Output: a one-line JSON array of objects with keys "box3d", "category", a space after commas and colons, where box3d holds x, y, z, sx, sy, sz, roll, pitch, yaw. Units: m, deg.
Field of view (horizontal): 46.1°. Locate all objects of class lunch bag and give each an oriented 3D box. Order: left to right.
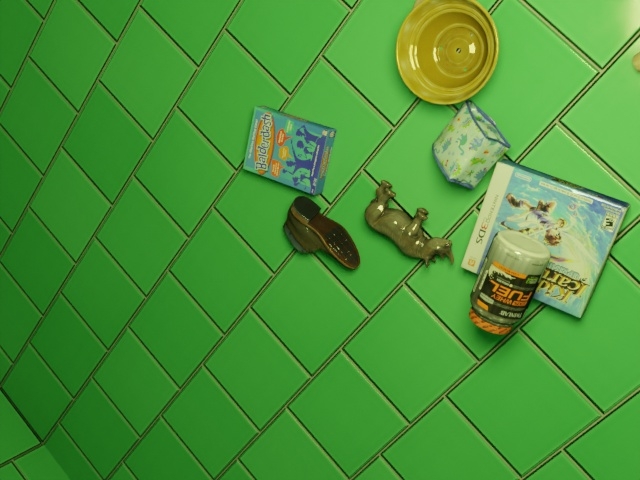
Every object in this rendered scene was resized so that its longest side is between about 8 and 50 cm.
[{"box3d": [0.302, -0.203, 1.563, 0.129, 0.096, 0.151, -52, 41, 27], "category": "lunch bag"}]

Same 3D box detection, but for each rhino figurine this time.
[{"box3d": [0.200, -0.023, 1.675, 0.243, 0.073, 0.106, 39, 113, 15], "category": "rhino figurine"}]

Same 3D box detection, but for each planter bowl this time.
[{"box3d": [0.271, -0.391, 1.543, 0.217, 0.090, 0.217, 7, 105, 28], "category": "planter bowl"}]

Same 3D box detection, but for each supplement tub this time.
[{"box3d": [0.373, 0.085, 1.506, 0.117, 0.117, 0.191, 26, 116, 22], "category": "supplement tub"}]

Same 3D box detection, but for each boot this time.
[{"box3d": [0.000, 0.000, 1.806, 0.219, 0.082, 0.106, 48, 141, 7], "category": "boot"}]

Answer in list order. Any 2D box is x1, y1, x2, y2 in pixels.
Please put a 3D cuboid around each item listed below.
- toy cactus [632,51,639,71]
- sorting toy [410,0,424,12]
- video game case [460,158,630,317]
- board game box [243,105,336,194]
[{"box3d": [0.652, -0.361, 1.347, 0.180, 0.112, 0.219, -24, 91, 50], "category": "toy cactus"}, {"box3d": [0.225, -0.491, 1.592, 0.062, 0.012, 0.083, 37, 120, 23], "category": "sorting toy"}, {"box3d": [0.453, -0.007, 1.543, 0.269, 0.061, 0.244, 24, 113, 23], "category": "video game case"}, {"box3d": [-0.077, -0.218, 1.801, 0.210, 0.047, 0.160, 21, 111, 25], "category": "board game box"}]
